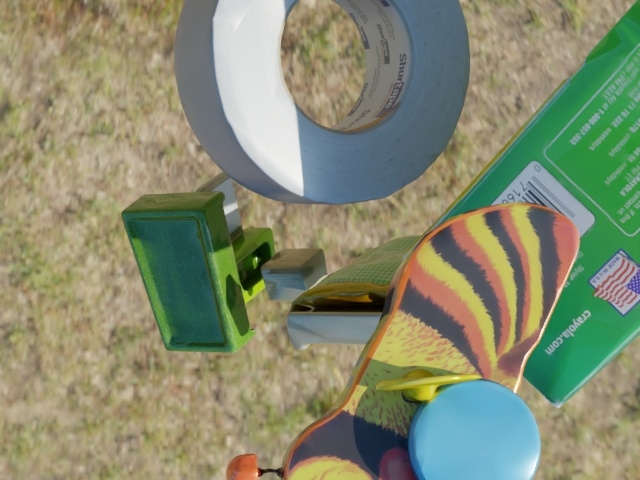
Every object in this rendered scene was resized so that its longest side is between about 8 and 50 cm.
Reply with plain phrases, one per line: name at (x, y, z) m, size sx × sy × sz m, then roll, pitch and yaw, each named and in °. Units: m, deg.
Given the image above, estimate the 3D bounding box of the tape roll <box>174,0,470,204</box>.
tape roll at (0.004, -0.136, 1.047) m, size 0.219 × 0.072 × 0.219 m, roll -1°, pitch 92°, yaw -28°

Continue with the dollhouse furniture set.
dollhouse furniture set at (0.000, 0.000, 1.331) m, size 0.301 × 0.197 × 0.151 m, roll -1°, pitch 112°, yaw 30°

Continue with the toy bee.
toy bee at (0.037, 0.109, 0.763) m, size 0.162 × 0.298 × 0.195 m, roll 15°, pitch 149°, yaw -3°

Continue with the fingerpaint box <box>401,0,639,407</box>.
fingerpaint box at (0.312, -0.124, 1.016) m, size 0.163 × 0.371 × 0.445 m, roll 45°, pitch 117°, yaw 8°
